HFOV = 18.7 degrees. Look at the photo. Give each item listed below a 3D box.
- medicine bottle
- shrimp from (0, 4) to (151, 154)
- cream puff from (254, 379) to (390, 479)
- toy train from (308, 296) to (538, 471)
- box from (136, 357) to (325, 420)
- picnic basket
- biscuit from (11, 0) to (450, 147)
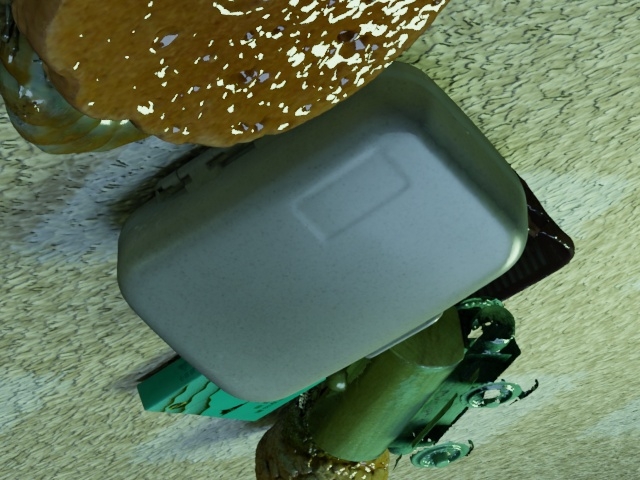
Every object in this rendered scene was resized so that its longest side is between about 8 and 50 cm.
[{"bbox_3d":[0.000,0.000,1.880,0.375,0.123,0.282,-32,124,22],"label":"medicine bottle"},{"bbox_3d":[-0.156,-0.132,1.620,0.287,0.068,0.185,-4,151,-37],"label":"shrimp"},{"bbox_3d":[0.005,0.260,2.567,0.183,0.183,0.169,-13,135,-20],"label":"cream puff"},{"bbox_3d":[0.104,0.163,2.100,0.189,0.126,0.307,-8,155,-25],"label":"toy train"},{"bbox_3d":[-0.095,0.166,2.385,0.161,0.042,0.226,-33,155,25],"label":"box"},{"bbox_3d":[0.103,0.009,2.087,0.297,0.129,0.222,-30,155,21],"label":"picnic basket"},{"bbox_3d":[-0.049,-0.207,1.473,0.349,0.078,0.455,-39,157,2],"label":"biscuit"}]
